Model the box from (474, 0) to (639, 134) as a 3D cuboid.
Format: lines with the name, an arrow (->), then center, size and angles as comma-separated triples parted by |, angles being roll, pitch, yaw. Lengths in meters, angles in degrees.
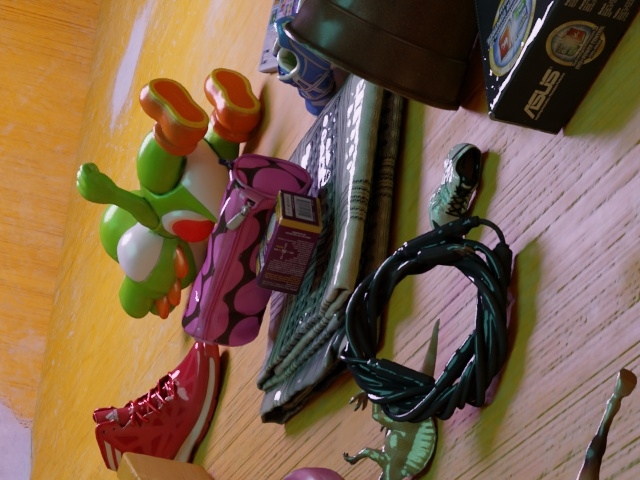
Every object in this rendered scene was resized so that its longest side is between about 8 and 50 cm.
box -> 0.192, -0.246, 1.324 | 0.270, 0.060, 0.216 | 118, 159, -43

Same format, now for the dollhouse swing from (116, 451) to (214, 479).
dollhouse swing -> -0.293, 0.404, 1.986 | 0.315, 0.305, 0.347 | -152, 80, -72

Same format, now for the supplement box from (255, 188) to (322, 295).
supplement box -> -0.031, 0.002, 1.756 | 0.055, 0.043, 0.083 | -98, 24, -57

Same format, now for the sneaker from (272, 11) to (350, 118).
sneaker -> -0.009, -0.186, 1.875 | 0.211, 0.081, 0.080 | 93, 167, -67

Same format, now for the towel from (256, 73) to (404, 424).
towel -> 0.000, 0.000, 1.809 | 0.312, 0.056, 0.324 | 135, 144, -62

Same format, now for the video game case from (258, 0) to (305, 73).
video game case -> -0.038, -0.280, 2.242 | 0.157, 0.019, 0.143 | -174, 98, -75

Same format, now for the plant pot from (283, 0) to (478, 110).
plant pot -> 0.076, -0.219, 1.548 | 0.165, 0.167, 0.167 | -66, 18, 14

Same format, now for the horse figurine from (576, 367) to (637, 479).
horse figurine -> 0.177, 0.186, 1.012 | 0.263, 0.066, 0.174 | -121, 52, -72

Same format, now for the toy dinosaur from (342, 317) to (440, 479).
toy dinosaur -> 0.068, 0.150, 1.487 | 0.092, 0.053, 0.183 | 15, 88, 58

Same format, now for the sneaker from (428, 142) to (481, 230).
sneaker -> 0.111, -0.040, 1.491 | 0.037, 0.032, 0.083 | 174, 107, -74

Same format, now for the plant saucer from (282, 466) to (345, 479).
plant saucer -> -0.035, 0.353, 1.502 | 0.332, 0.084, 0.332 | -177, 90, -74

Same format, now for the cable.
cable -> 0.084, 0.070, 1.423 | 0.184, 0.047, 0.151 | -26, 63, 44

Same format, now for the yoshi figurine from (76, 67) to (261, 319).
yoshi figurine -> -0.211, -0.067, 2.397 | 0.203, 0.203, 0.362 | -71, 2, -55

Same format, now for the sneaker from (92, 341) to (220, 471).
sneaker -> -0.205, 0.207, 2.222 | 0.087, 0.128, 0.221 | -108, 34, -62

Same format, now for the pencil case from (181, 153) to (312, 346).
pencil case -> -0.080, 0.015, 1.843 | 0.098, 0.095, 0.209 | -68, -4, -59
